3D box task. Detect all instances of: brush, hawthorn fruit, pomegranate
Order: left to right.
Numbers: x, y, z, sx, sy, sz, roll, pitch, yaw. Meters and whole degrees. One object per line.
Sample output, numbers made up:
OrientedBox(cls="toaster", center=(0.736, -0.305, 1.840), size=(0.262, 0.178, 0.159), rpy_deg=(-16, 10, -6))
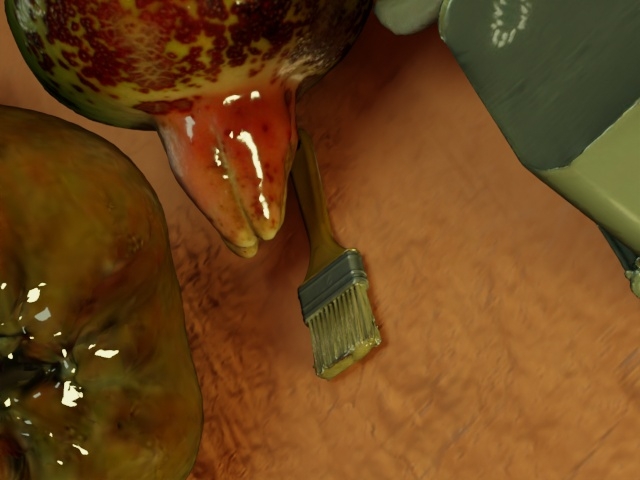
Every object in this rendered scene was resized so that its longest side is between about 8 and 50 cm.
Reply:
OrientedBox(cls="hawthorn fruit", center=(-0.211, 0.049, 0.902), size=(0.301, 0.267, 0.268), rpy_deg=(15, 79, 56))
OrientedBox(cls="pomegranate", center=(-0.065, -0.112, 0.903), size=(0.214, 0.214, 0.248), rpy_deg=(-20, 77, 40))
OrientedBox(cls="brush", center=(0.000, 0.000, 0.897), size=(0.043, 0.014, 0.170), rpy_deg=(-37, 43, 24))

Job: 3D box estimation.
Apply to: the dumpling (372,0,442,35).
OrientedBox(cls="dumpling", center=(0.088, -0.169, 0.838), size=(0.176, 0.092, 0.150), rpy_deg=(0, 67, 51))

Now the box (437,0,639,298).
OrientedBox(cls="box", center=(0.171, -0.099, 0.671), size=(0.243, 0.135, 0.163), rpy_deg=(-44, 42, 19))
